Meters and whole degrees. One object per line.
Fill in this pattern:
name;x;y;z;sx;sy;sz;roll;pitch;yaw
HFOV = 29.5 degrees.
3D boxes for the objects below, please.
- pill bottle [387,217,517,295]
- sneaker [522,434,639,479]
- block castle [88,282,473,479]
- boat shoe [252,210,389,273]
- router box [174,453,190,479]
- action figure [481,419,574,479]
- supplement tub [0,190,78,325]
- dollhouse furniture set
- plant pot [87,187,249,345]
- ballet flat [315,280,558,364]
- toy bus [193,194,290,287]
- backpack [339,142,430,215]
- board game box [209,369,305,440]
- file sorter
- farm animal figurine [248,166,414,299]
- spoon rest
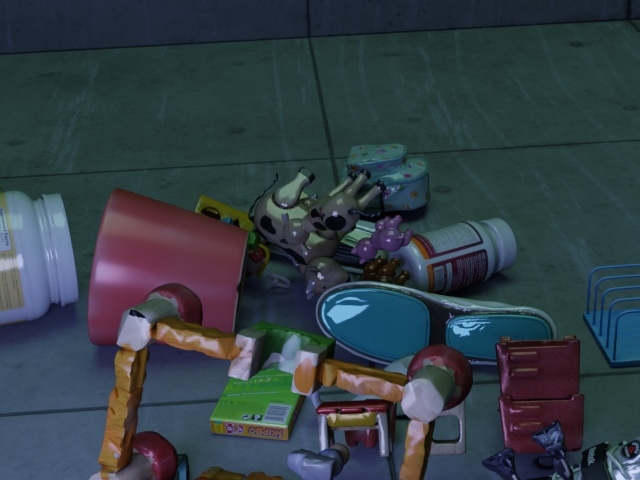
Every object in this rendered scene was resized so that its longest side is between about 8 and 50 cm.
pill bottle;0.245;0.031;2.242;0.221;0.121;0.121;-15;29;-26
sneaker;0.391;0.317;1.622;0.330;0.146;0.122;-3;27;3
block castle;-0.052;0.247;1.572;0.453;0.303;0.213;12;8;12
boat shoe;-0.009;-0.002;2.353;0.302;0.109;0.094;7;29;12
router box;-0.247;0.349;1.727;0.122;0.038;0.092;-5;26;-4
action figure;0.321;0.366;1.501;0.164;0.276;0.141;-30;-11;7
supplement tub;-0.614;0.041;2.164;0.331;0.241;0.241;-10;27;-16
dollhouse furniture set;0.190;0.221;1.753;0.374;0.152;0.201;-3;-3;7
plant pot;-0.255;0.061;2.092;0.243;0.275;0.275;9;26;-1
ballet flat;0.194;0.143;2.040;0.400;0.139;0.139;6;27;7
toy bus;-0.159;-0.009;2.279;0.191;0.202;0.104;2;59;32
backpack;0.139;-0.129;2.562;0.188;0.144;0.166;4;21;6
board game box;-0.083;0.231;1.960;0.124;0.039;0.259;4;29;11
file sorter;0.527;0.123;2.050;0.118;0.104;0.170;-4;26;-4
farm animal figurine;0.000;0.000;2.101;0.327;0.330;0.172;31;67;35
spoon rest;0.097;0.234;1.911;0.276;0.084;0.137;1;24;-25
